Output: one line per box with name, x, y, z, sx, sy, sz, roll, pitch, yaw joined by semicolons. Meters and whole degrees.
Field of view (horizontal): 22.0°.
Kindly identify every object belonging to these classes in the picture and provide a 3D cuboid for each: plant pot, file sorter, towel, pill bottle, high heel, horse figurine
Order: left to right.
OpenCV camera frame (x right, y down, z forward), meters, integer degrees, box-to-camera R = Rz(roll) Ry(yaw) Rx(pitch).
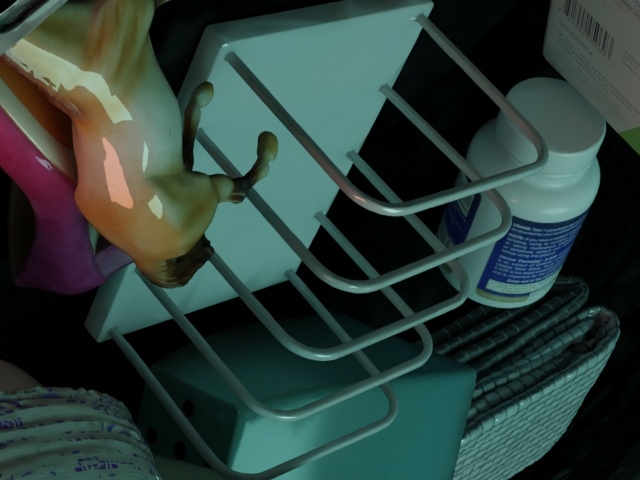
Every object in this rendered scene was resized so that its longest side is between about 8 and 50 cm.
high heel;-0.179;-0.039;0.935;0.117;0.082;0.244;-18;155;14
horse figurine;-0.095;-0.071;0.875;0.174;0.066;0.263;-56;141;-46
plant pot;-0.026;0.159;1.301;0.234;0.165;0.165;2;104;-48
file sorter;0.000;0.000;1.112;0.193;0.173;0.278;-18;147;-42
towel;0.156;0.173;1.697;0.283;0.121;0.235;-26;153;-33
pill bottle;0.167;-0.040;1.360;0.112;0.112;0.187;-26;152;-30

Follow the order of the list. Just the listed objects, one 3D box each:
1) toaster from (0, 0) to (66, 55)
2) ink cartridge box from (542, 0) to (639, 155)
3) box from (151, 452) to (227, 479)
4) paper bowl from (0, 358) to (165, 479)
toaster;-0.149;-0.178;0.675;0.185;0.110;0.168;-40;156;-4
ink cartridge box;0.276;-0.197;1.142;0.119;0.207;0.353;-32;155;-16
box;-0.121;0.202;1.148;0.113;0.275;0.094;8;91;-56
paper bowl;-0.222;0.166;0.877;0.284;0.148;0.284;-24;158;-11
